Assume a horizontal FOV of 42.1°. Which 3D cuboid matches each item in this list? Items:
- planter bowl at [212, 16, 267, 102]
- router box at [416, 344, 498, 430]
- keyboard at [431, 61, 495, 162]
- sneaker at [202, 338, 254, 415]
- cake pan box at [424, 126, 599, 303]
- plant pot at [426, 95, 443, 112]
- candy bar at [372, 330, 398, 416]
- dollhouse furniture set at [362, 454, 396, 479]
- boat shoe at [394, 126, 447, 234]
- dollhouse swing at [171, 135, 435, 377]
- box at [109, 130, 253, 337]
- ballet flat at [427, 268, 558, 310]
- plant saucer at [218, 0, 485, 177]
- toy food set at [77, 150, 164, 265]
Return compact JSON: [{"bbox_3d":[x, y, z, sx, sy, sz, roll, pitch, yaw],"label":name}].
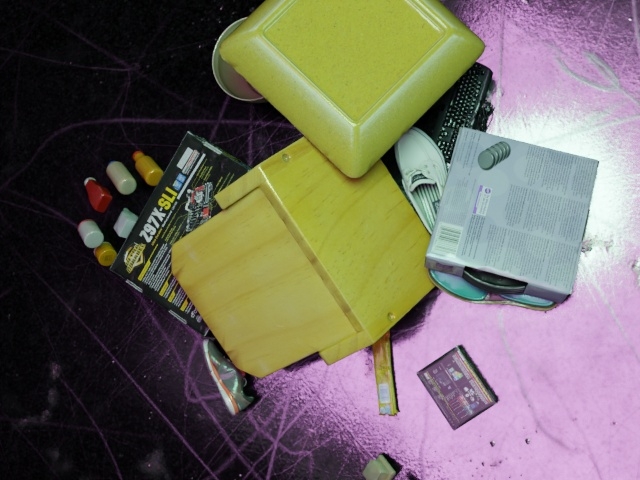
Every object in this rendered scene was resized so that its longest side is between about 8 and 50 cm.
[{"bbox_3d":[-0.113,-0.336,1.599,0.162,0.109,0.162,-1,85,16],"label":"planter bowl"},{"bbox_3d":[0.242,0.260,1.475,0.092,0.038,0.122,-35,77,11],"label":"router box"},{"bbox_3d":[0.265,-0.235,1.515,0.100,0.038,0.192,16,91,17],"label":"keyboard"},{"bbox_3d":[-0.177,0.255,1.601,0.065,0.061,0.158,-24,78,-14],"label":"sneaker"},{"bbox_3d":[0.324,-0.042,1.411,0.246,0.070,0.266,13,72,11],"label":"cake pan box"},{"bbox_3d":[0.130,-0.307,1.493,0.167,0.188,0.187,-9,82,7],"label":"plant pot"},{"bbox_3d":[0.116,0.244,1.524,0.040,0.018,0.161,-8,83,19],"label":"candy bar"},{"bbox_3d":[0.164,0.617,1.467,0.303,0.174,0.355,-59,43,17],"label":"dollhouse furniture set"},{"bbox_3d":[0.191,-0.108,1.497,0.083,0.076,0.226,-32,77,25],"label":"boat shoe"},{"bbox_3d":[-0.035,0.030,1.505,0.346,0.315,0.305,56,141,-3],"label":"dollhouse swing"},{"bbox_3d":[-0.226,-0.011,1.614,0.257,0.079,0.322,31,94,22],"label":"box"},{"bbox_3d":[0.301,0.080,1.453,0.232,0.073,0.080,15,88,12],"label":"ballet flat"},{"bbox_3d":[0.054,-0.331,1.372,0.333,0.081,0.333,44,84,6],"label":"plant saucer"},{"bbox_3d":[-0.419,-0.074,1.676,0.104,0.111,0.232,46,111,46],"label":"toy food set"}]
